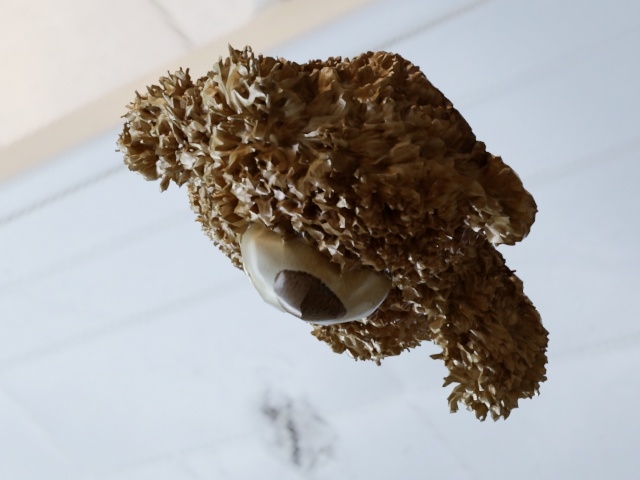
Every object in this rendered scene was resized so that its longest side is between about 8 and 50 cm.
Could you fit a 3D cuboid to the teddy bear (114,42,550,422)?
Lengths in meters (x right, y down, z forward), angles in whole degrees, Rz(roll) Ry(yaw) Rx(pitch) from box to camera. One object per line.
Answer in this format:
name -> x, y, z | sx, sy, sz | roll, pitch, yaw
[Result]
teddy bear -> 0.000, 0.000, 1.000 | 0.245, 0.113, 0.338 | 49, 169, -16
